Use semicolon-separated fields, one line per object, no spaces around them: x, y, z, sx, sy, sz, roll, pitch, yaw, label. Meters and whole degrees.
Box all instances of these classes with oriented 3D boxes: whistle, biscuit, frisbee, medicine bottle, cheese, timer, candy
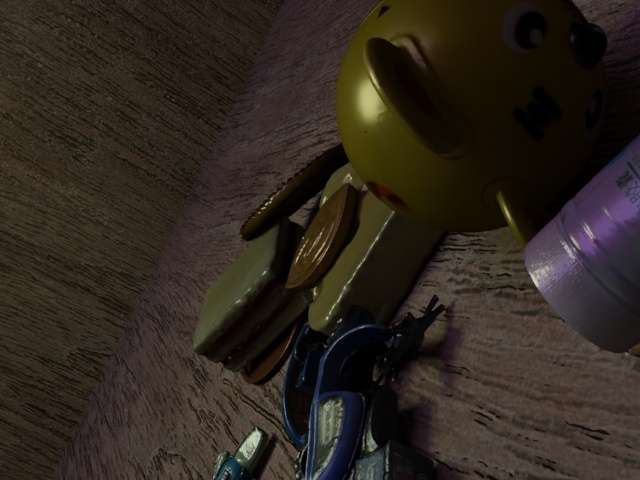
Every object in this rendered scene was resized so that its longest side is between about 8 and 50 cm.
-0.168;0.455;1.417;0.114;0.077;0.236;30;87;41;whistle
-0.047;-0.106;1.635;0.318;0.040;0.318;-39;-2;-2;biscuit
-0.101;0.194;1.647;0.251;0.021;0.251;-50;23;30;frisbee
0.331;-0.025;0.713;0.254;0.152;0.152;-49;24;30;medicine bottle
0.089;-0.033;1.359;0.384;0.104;0.384;-48;26;33;cheese
0.190;-0.154;0.936;0.376;0.376;0.387;-50;19;30;timer
-0.130;0.116;1.603;0.320;0.135;0.179;-45;27;33;candy
0.000;0.000;1.341;0.221;0.029;0.142;-57;22;16;biscuit

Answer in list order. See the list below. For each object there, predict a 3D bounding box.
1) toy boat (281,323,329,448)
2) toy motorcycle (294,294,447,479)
-0.010;0.241;1.266;0.097;0.100;0.223;121;163;-51;toy boat
0.074;0.225;1.072;0.212;0.125;0.359;-34;36;37;toy motorcycle
